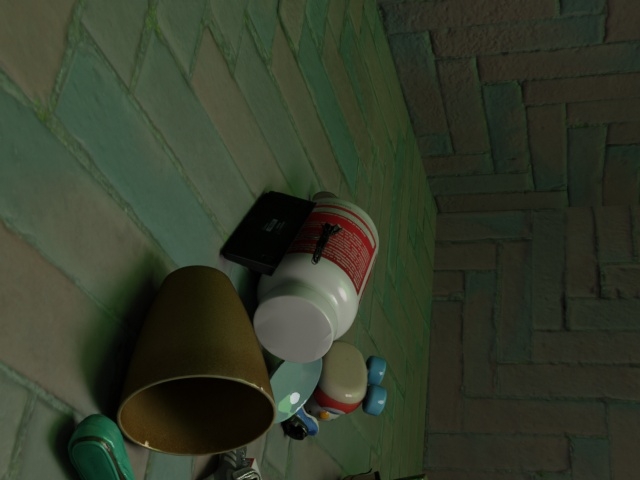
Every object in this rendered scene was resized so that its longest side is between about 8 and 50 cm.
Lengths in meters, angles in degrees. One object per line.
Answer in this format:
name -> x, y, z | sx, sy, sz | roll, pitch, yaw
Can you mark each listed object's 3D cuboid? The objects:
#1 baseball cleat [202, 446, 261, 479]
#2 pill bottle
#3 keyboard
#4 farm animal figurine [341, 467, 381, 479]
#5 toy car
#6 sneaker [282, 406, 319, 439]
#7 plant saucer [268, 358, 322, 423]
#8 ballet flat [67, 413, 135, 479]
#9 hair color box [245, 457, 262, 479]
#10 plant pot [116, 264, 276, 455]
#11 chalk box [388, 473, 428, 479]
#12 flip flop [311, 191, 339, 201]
baseball cleat -> -0.153, 0.439, 1.606 | 0.206, 0.109, 0.072 | -57, 137, -66
pill bottle -> -0.010, 0.087, 1.920 | 0.408, 0.229, 0.229 | -64, 148, -58
keyboard -> -0.068, -0.011, 1.804 | 0.317, 0.201, 0.033 | -61, 165, -58
farm animal figurine -> 0.093, 0.758, 2.346 | 0.327, 0.172, 0.330 | -82, 157, -70
toy car -> 0.022, 0.393, 2.127 | 0.210, 0.219, 0.238 | -85, -164, -57
sneaker -> -0.047, 0.454, 2.048 | 0.152, 0.058, 0.085 | 65, 22, -44
plant saucer -> -0.075, 0.320, 1.915 | 0.195, 0.037, 0.195 | -32, 137, -35
ballet flat -> -0.293, 0.347, 1.207 | 0.087, 0.083, 0.247 | -91, 173, -62
hair color box -> -0.163, 0.521, 1.666 | 0.167, 0.053, 0.093 | -67, 149, -52
plant pot -> -0.196, 0.174, 1.350 | 0.237, 0.237, 0.254 | 70, 9, -47
chalk box -> 0.240, 0.719, 2.332 | 0.213, 0.132, 0.132 | 49, 28, -76
flip flop -> 0.000, 0.000, 2.214 | 0.080, 0.112, 0.277 | 31, 63, -54
